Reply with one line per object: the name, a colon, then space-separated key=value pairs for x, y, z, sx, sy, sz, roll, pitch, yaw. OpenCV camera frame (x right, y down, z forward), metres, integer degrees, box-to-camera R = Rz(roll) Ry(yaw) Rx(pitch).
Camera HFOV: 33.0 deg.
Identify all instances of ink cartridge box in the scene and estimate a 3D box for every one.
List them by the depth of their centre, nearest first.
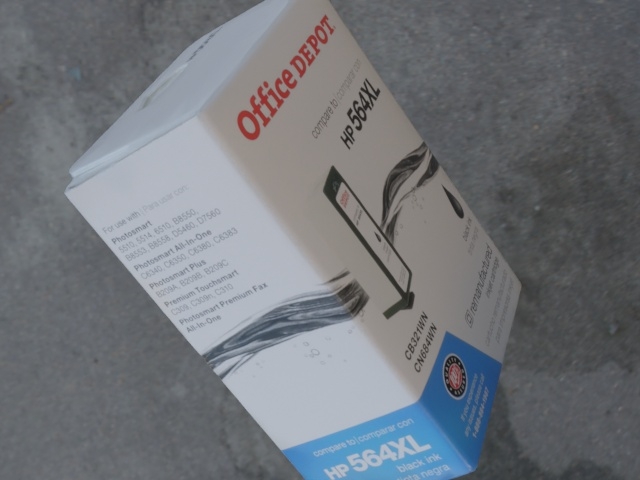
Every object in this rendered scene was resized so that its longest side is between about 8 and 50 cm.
ink cartridge box: x=0.000 y=0.000 z=0.512 sx=0.086 sy=0.148 sz=0.203 roll=-24 pitch=114 yaw=33
